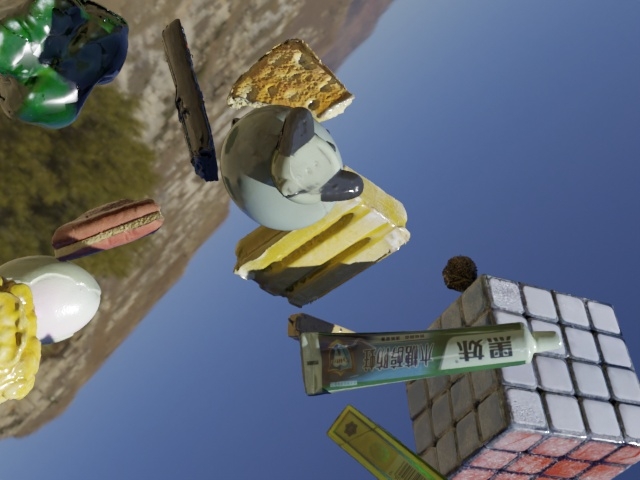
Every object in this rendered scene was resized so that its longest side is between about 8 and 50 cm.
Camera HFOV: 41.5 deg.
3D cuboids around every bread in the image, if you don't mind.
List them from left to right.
[{"bbox_3d":[-0.359,-0.024,1.459,0.193,0.067,0.119,-18,-161,-1],"label":"bread"}]

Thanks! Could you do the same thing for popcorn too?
[{"bbox_3d":[-0.460,0.149,1.180,0.140,0.163,0.194,-19,-135,57],"label":"popcorn"}]

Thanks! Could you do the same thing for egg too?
[{"bbox_3d":[-0.554,0.117,1.702,0.217,0.183,0.183,-10,-164,2],"label":"egg"}]

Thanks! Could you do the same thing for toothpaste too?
[{"bbox_3d":[0.162,0.168,1.274,0.393,0.098,0.061,-7,169,8],"label":"toothpaste"}]

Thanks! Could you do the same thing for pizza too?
[{"bbox_3d":[-0.062,-0.259,1.531,0.204,0.188,0.080,-36,158,-26],"label":"pizza"}]

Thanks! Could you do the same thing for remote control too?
[{"bbox_3d":[-0.289,-0.306,1.851,0.062,0.398,0.144,-13,148,-9],"label":"remote control"}]

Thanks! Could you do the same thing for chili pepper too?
[{"bbox_3d":[-0.457,-0.316,1.410,0.248,0.233,0.257,-51,-157,1],"label":"chili pepper"}]

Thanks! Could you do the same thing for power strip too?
[{"bbox_3d":[0.015,0.232,2.054,0.044,0.305,0.064,-10,-114,37],"label":"power strip"}]

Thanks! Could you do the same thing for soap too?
[{"bbox_3d":[0.000,0.000,1.646,0.315,0.199,0.091,-36,-139,31],"label":"soap"}]

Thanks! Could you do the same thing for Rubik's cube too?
[{"bbox_3d":[0.400,0.314,1.691,0.344,0.344,0.337,126,-30,-45],"label":"Rubik's cube"}]

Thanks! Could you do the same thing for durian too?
[{"bbox_3d":[0.286,0.065,1.751,0.080,0.080,0.091,-41,-139,8],"label":"durian"}]

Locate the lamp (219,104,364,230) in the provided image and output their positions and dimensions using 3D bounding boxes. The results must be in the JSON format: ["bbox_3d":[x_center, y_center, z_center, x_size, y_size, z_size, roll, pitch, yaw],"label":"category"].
[{"bbox_3d":[-0.047,-0.109,1.248,0.198,0.197,0.244,-46,-163,-15],"label":"lamp"}]

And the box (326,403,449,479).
[{"bbox_3d":[0.124,0.336,1.219,0.220,0.141,0.064,35,-96,41],"label":"box"}]
